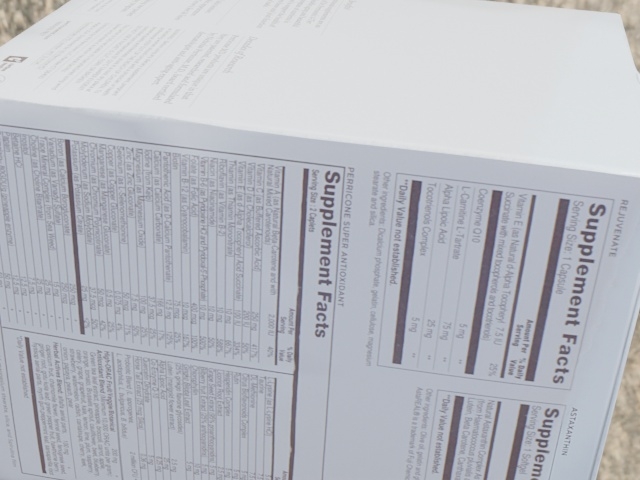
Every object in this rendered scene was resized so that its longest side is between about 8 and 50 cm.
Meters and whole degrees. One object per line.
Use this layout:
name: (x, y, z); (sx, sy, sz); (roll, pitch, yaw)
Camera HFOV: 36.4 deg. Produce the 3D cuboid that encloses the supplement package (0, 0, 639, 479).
supplement package: (0.000, 0.000, 0.464); (0.263, 0.198, 0.199); (8, 30, 8)
